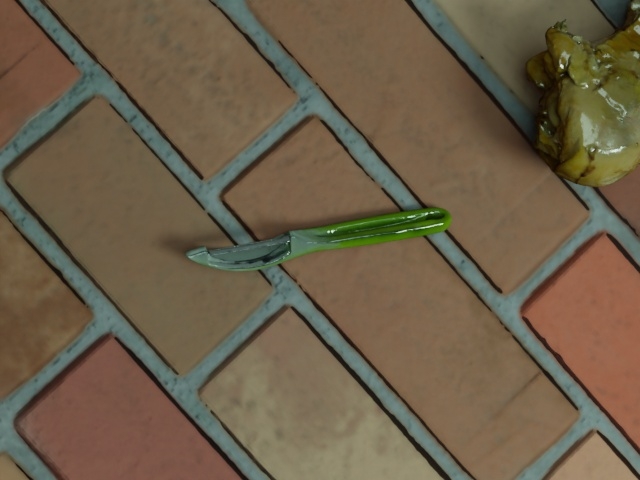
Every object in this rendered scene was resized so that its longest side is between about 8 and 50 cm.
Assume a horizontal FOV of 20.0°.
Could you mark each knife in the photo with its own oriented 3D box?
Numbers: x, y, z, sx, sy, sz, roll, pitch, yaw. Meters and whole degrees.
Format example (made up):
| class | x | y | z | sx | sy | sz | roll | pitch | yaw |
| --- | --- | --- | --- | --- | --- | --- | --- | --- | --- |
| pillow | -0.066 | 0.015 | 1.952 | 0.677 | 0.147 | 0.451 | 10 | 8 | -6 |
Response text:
| class | x | y | z | sx | sy | sz | roll | pitch | yaw |
| --- | --- | --- | --- | --- | --- | --- | --- | --- | --- |
| knife | 0.000 | 0.000 | 1.199 | 0.184 | 0.026 | 0.022 | -9 | 59 | -14 |

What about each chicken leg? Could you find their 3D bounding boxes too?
| class | x | y | z | sx | sy | sz | roll | pitch | yaw |
| --- | --- | --- | --- | --- | --- | --- | --- | --- | --- |
| chicken leg | 0.205 | -0.129 | 1.226 | 0.101 | 0.085 | 0.207 | 33 | 72 | 3 |
